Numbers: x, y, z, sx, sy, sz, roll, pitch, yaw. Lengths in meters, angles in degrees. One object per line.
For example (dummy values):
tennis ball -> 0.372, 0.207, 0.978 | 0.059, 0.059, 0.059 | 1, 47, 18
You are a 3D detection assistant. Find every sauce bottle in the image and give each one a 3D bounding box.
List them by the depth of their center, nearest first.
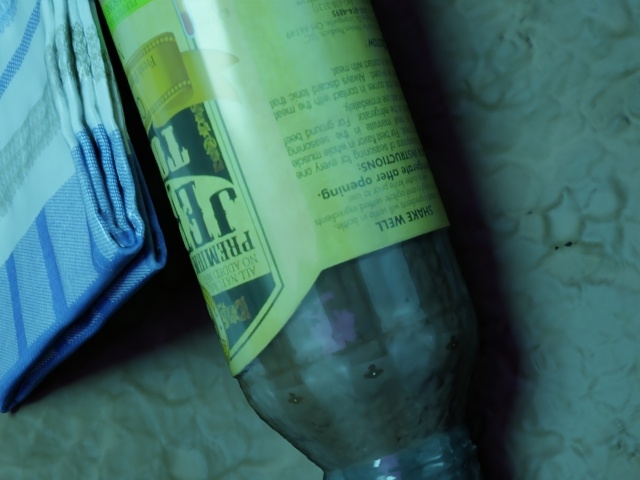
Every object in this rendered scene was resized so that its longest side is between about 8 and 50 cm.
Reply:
sauce bottle -> 0.000, 0.000, 0.655 | 0.111, 0.111, 0.344 | -21, 85, 20

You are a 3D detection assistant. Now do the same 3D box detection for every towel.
towel -> -0.158, -0.081, 0.748 | 0.209, 0.034, 0.285 | -40, 63, 53
